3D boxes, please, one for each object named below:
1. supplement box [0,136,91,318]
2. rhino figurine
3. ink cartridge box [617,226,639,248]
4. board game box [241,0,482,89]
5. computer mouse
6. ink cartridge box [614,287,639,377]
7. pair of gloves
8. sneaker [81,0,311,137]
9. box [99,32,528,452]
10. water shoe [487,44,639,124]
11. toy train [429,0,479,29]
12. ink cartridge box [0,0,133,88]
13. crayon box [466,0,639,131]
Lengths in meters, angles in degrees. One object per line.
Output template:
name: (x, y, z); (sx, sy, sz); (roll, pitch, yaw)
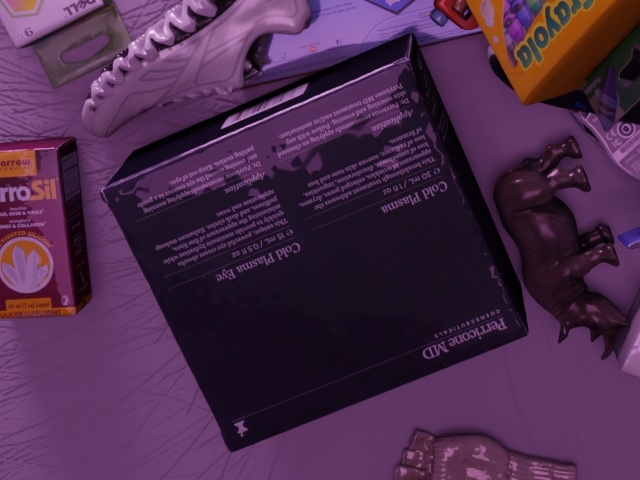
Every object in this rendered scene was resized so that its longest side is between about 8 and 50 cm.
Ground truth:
supplement box: (-0.318, -0.014, 1.810); (0.104, 0.081, 0.188); (-4, 101, 6)
rhino figurine: (0.265, 0.018, 1.774); (0.106, 0.073, 0.243); (-19, 102, 14)
ink cartridge box: (0.506, 0.006, 1.650); (0.395, 0.270, 0.151); (14, 96, 2)
board game box: (0.029, -0.262, 1.759); (0.281, 0.027, 0.145); (-12, 102, 7)
computer mouse: (0.300, -0.141, 1.756); (0.106, 0.042, 0.193); (-41, 90, 6)
ink cartridge box: (0.401, 0.115, 1.772); (0.143, 0.092, 0.090); (21, 102, -1)
pair of gloves: (0.168, 0.336, 1.862); (0.204, 0.042, 0.240); (17, 101, 1)
sneaker: (-0.134, -0.189, 1.733); (0.292, 0.110, 0.118); (-38, 100, 24)
box: (0.000, 0.000, 1.727); (0.343, 0.179, 0.313); (-22, 102, 10)
water shoe: (0.275, -0.180, 1.710); (0.203, 0.073, 0.080); (18, 67, 6)
toy train: (0.200, -0.267, 1.715); (0.125, 0.046, 0.166); (43, 90, -13)
ink cartridge box: (-0.295, -0.274, 1.765); (0.109, 0.062, 0.209); (-25, 99, 8)
crayon box: (0.219, -0.278, 1.585); (0.083, 0.203, 0.323); (-19, 73, -29)
